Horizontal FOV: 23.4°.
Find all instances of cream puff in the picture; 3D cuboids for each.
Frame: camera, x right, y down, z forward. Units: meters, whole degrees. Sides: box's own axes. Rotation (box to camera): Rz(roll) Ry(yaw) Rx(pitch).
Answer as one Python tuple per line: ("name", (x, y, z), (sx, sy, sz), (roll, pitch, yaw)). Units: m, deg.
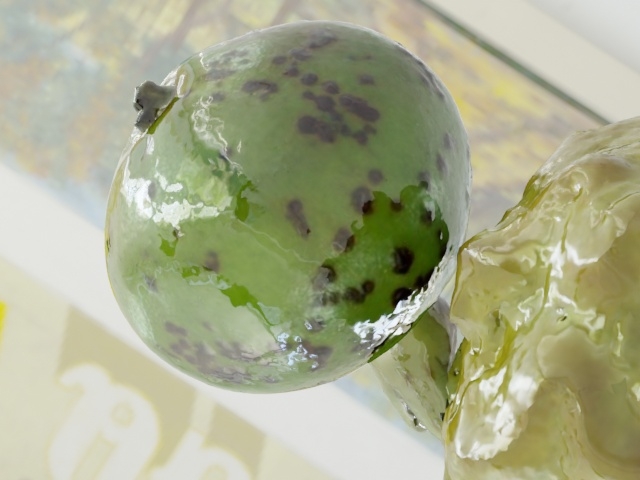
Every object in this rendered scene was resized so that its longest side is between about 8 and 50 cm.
("cream puff", (0.154, 0.067, 0.736), (0.185, 0.281, 0.282), (11, 169, 44))

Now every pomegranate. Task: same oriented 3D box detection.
("pomegranate", (0.000, 0.000, 0.839), (0.263, 0.211, 0.211), (43, -178, -21))
